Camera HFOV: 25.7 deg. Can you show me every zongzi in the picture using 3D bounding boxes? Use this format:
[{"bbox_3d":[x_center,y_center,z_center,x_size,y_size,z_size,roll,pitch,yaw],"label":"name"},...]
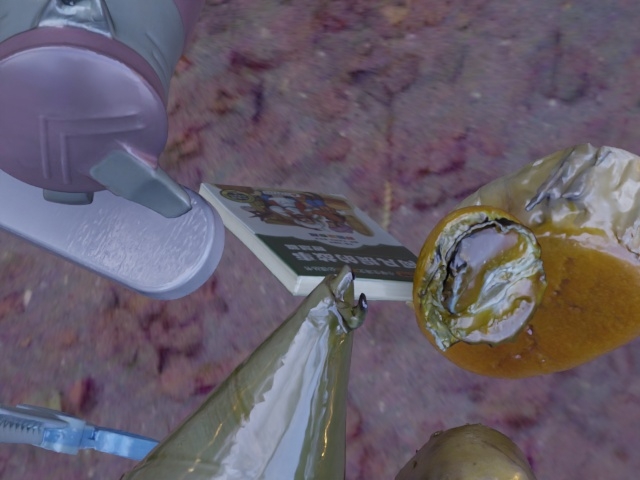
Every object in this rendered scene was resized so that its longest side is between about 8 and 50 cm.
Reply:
[{"bbox_3d":[0.004,0.289,0.795,0.418,0.181,0.447,-47,115,0],"label":"zongzi"}]

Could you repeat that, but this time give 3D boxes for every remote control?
[{"bbox_3d":[-0.169,-0.028,0.939,0.245,0.022,0.077,22,76,27],"label":"remote control"}]

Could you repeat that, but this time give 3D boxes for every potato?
[{"bbox_3d":[0.122,0.219,1.143,0.137,0.176,0.137,0,90,-9],"label":"potato"}]

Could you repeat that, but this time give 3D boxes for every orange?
[{"bbox_3d":[0.162,0.033,1.485,0.160,0.112,0.170,12,126,-35],"label":"orange"}]

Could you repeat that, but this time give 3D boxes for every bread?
[{"bbox_3d":[0.272,0.039,1.686,0.236,0.388,0.183,24,60,-19],"label":"bread"}]

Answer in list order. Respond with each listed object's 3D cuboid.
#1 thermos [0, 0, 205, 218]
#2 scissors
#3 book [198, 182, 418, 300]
[{"bbox_3d":[-0.120,-0.135,0.722,0.145,0.265,0.176,3,139,-8],"label":"thermos"},{"bbox_3d":[-0.207,0.143,1.069,0.125,0.256,0.030,13,82,14],"label":"scissors"},{"bbox_3d":[0.000,0.000,1.605,0.202,0.264,0.027,5,112,-31],"label":"book"}]
